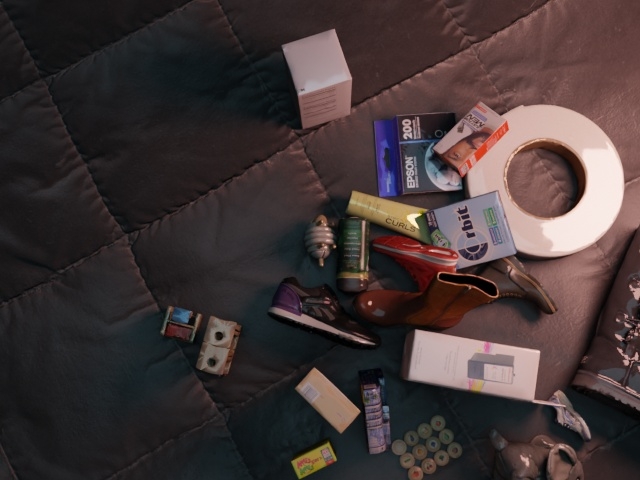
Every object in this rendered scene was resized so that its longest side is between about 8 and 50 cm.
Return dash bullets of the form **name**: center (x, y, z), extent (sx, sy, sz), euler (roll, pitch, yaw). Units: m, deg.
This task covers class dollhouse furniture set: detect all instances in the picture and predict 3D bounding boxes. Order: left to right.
- **dollhouse furniture set**: center (-0.298, 0.238, 1.867), extent (0.183, 0.129, 0.129), euler (15, 81, 2)

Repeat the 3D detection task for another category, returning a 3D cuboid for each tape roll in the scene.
- **tape roll**: center (0.551, -0.146, 1.952), extent (0.391, 0.072, 0.392), euler (0, 81, 1)

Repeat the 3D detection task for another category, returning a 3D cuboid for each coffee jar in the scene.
- **coffee jar**: center (0.079, 0.041, 1.913), extent (0.079, 0.096, 0.185), euler (1, 79, 4)

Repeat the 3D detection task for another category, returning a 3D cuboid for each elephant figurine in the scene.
- **elephant figurine**: center (0.527, 0.525, 1.810), extent (0.239, 0.186, 0.169), euler (-13, 37, -12)

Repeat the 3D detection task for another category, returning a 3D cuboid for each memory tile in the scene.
- **memory tile**: center (0.253, 0.495, 1.873), extent (0.148, 0.012, 0.113), euler (-30, 81, -4)

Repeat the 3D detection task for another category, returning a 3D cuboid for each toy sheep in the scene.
- **toy sheep**: center (0.000, 0.000, 1.925), extent (0.091, 0.091, 0.132), euler (2, 70, 1)

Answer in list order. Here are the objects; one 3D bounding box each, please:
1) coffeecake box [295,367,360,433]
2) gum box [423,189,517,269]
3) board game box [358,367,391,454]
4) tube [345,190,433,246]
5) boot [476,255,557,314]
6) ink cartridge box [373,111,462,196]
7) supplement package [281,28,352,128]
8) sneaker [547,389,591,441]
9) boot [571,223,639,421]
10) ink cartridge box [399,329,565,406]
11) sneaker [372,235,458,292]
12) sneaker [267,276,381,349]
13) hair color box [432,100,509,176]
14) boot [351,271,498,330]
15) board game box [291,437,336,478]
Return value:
- **coffeecake box**: center (0.017, 0.366, 1.811), extent (0.142, 0.185, 0.068), euler (42, 83, 8)
- **gum box**: center (0.360, -0.020, 1.896), extent (0.184, 0.041, 0.157), euler (-16, 94, 23)
- **board game box**: center (0.130, 0.415, 1.821), extent (0.060, 0.194, 0.194), euler (-7, 94, 1)
- **tube**: center (0.183, -0.063, 1.951), extent (0.240, 0.062, 0.070), euler (18, 121, -3)
- **boot**: center (0.463, 0.135, 1.910), extent (0.137, 0.077, 0.198), euler (-41, 69, -1)
- **ink cartridge box**: center (0.244, -0.217, 1.982), extent (0.208, 0.045, 0.206), euler (-4, 80, 1)
- **supplement package**: center (-0.007, -0.387, 1.913), extent (0.133, 0.244, 0.139), euler (-18, 81, -2)
- **sneaker**: center (0.588, 0.425, 1.867), extent (0.058, 0.052, 0.135), euler (-36, 74, 5)
- **boot**: center (0.842, 0.216, 1.858), extent (0.367, 0.146, 0.445), euler (26, 77, 3)
- **ink cartridge box**: center (0.371, 0.293, 1.808), extent (0.353, 0.207, 0.119), euler (10, 82, 2)
- **sneaker**: center (0.221, 0.070, 1.911), extent (0.221, 0.087, 0.128), euler (16, 113, 30)
- **sneaker**: center (0.023, 0.169, 1.890), extent (0.283, 0.107, 0.124), euler (20, 75, 4)
- **hair color box**: center (0.367, -0.247, 1.915), extent (0.167, 0.053, 0.093), euler (-46, 61, -1)
- **boot**: center (0.226, 0.136, 1.778), extent (0.264, 0.280, 0.096), euler (16, 69, -6)
- **board game box**: center (-0.014, 0.494, 1.791), extent (0.092, 0.181, 0.043), euler (-26, 81, -4)
